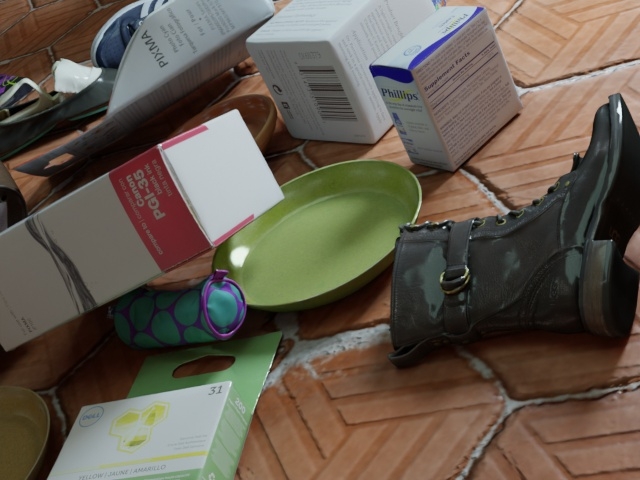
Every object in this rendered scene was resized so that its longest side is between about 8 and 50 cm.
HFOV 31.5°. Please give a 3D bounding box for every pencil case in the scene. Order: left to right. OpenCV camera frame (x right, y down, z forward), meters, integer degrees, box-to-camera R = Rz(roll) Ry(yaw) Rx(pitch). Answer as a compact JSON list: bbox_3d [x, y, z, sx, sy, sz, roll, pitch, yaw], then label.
[{"bbox_3d":[-0.146,0.073,1.154,0.152,0.070,0.064,-10,-9,42],"label":"pencil case"}]

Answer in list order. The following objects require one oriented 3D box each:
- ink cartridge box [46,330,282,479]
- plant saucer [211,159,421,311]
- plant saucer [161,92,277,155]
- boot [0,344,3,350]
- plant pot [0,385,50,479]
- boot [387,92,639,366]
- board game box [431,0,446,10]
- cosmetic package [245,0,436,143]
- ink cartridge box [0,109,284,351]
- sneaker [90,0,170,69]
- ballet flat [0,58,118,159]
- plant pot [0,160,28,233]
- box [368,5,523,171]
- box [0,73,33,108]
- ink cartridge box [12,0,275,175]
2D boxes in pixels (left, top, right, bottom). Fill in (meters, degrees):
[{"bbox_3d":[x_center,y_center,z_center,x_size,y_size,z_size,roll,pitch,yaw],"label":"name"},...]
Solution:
[{"bbox_3d":[-0.143,0.162,1.059,0.171,0.056,0.235,-12,36,24],"label":"ink cartridge box"},{"bbox_3d":[0.000,0.000,1.205,0.241,0.037,0.241,-19,31,12],"label":"plant saucer"},{"bbox_3d":[-0.139,-0.115,1.463,0.200,0.037,0.200,-24,30,15],"label":"plant saucer"},{"bbox_3d":[-0.463,0.144,1.317,0.247,0.083,0.161,-8,20,37],"label":"boot"},{"bbox_3d":[-0.368,0.240,1.128,0.236,0.032,0.236,-19,32,12],"label":"plant pot"},{"bbox_3d":[0.169,-0.012,1.020,0.229,0.091,0.262,-5,54,34],"label":"boot"},{"bbox_3d":[0.078,-0.312,1.610,0.201,0.035,0.136,-14,33,19],"label":"board game box"},{"bbox_3d":[0.039,-0.236,1.414,0.151,0.151,0.183,9,45,45],"label":"cosmetic package"},{"bbox_3d":[-0.209,-0.012,1.197,0.283,0.117,0.207,-25,7,23],"label":"ink cartridge box"},{"bbox_3d":[-0.230,-0.345,1.825,0.282,0.099,0.153,-32,30,-14],"label":"sneaker"},{"bbox_3d":[-0.420,-0.221,1.784,0.281,0.096,0.095,-27,31,-1],"label":"ballet flat"},{"bbox_3d":[-0.511,-0.062,1.543,0.230,0.215,0.215,27,58,36],"label":"plant pot"},{"bbox_3d":[0.140,-0.169,1.254,0.126,0.137,0.072,-42,34,-23],"label":"box"},{"bbox_3d":[-0.602,-0.256,2.035,0.162,0.029,0.116,12,48,48],"label":"box"},{"bbox_3d":[-0.247,-0.222,1.538,0.385,0.091,0.308,-32,4,-4],"label":"ink cartridge box"}]
